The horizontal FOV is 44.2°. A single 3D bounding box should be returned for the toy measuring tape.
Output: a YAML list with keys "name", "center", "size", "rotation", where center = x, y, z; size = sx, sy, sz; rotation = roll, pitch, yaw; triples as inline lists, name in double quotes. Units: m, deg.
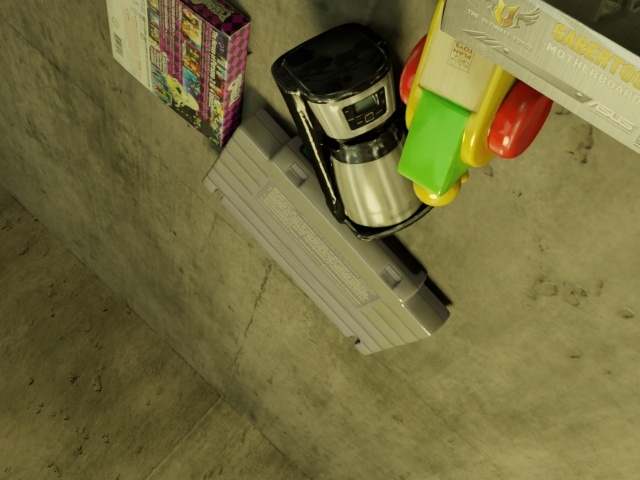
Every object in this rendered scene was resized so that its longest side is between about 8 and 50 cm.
- name: "toy measuring tape"
  center: [0.137, -0.167, 0.586]
  size: [0.121, 0.121, 0.330]
  rotation: [34, 130, 23]

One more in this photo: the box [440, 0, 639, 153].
- name: "box"
  center: [0.208, -0.120, 0.409]
  size: [0.231, 0.183, 0.056]
  rotation: [38, 154, 17]

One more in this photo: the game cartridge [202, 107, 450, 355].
- name: "game cartridge"
  center: [0.000, 0.000, 1.060]
  size: [0.355, 0.068, 0.230]
  rotation: [47, 151, -4]

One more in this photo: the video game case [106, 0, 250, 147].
- name: "video game case"
  center: [-0.182, -0.248, 0.980]
  size: [0.210, 0.042, 0.232]
  rotation: [40, 155, 11]

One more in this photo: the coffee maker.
- name: "coffee maker"
  center: [0.022, -0.111, 0.782]
  size: [0.171, 0.120, 0.178]
  rotation: [22, 146, 42]
